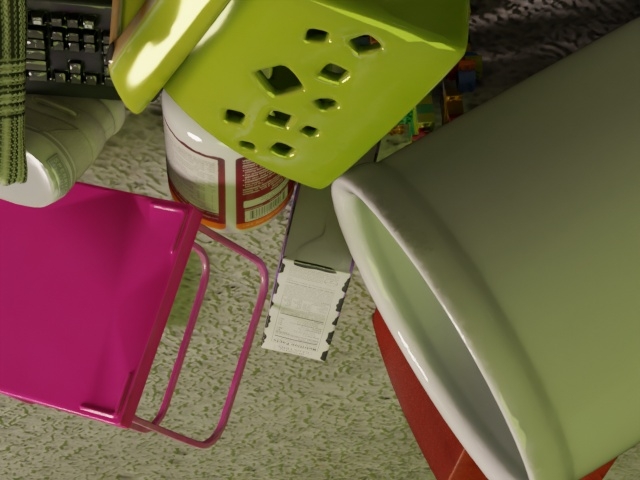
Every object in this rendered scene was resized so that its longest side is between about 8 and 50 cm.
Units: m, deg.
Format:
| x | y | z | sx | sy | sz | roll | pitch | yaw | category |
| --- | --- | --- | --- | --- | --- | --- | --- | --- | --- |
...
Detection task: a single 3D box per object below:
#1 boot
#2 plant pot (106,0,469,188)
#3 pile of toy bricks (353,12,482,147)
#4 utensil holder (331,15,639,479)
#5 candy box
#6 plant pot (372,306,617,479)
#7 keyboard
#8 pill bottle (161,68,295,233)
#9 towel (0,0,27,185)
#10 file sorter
| x | y | z | sx | sy | sz | roll | pitch | yaw | category |
| --- | --- | --- | --- | --- | --- | --- | --- | --- | --- |
| -0.295 | -0.109 | 1.699 | 0.258 | 0.123 | 0.095 | 19 | 135 | 25 | boot |
| -0.033 | -0.202 | 1.459 | 0.207 | 0.227 | 0.228 | 15 | 147 | -23 | plant pot |
| 0.088 | -0.129 | 1.735 | 0.118 | 0.105 | 0.212 | -5 | 152 | -2 | pile of toy bricks |
| 0.255 | -0.005 | 1.656 | 0.385 | 0.328 | 0.327 | -30 | 152 | -7 | utensil holder |
| 0.000 | 0.000 | 1.884 | 0.070 | 0.165 | 0.196 | 13 | 151 | -1 | candy box |
| 0.217 | 0.132 | 2.114 | 0.267 | 0.236 | 0.267 | -1 | 151 | -9 | plant pot |
| -0.275 | -0.191 | 1.561 | 0.317 | 0.033 | 0.201 | 4 | 136 | -1 | keyboard |
| -0.079 | -0.107 | 1.724 | 0.121 | 0.121 | 0.221 | -4 | 152 | -4 | pill bottle |
| -0.367 | -0.188 | 1.347 | 0.324 | 0.312 | 0.056 | 0 | -168 | -5 | towel |
| -0.224 | 0.065 | 1.825 | 0.290 | 0.202 | 0.182 | 12 | 168 | 30 | file sorter |
